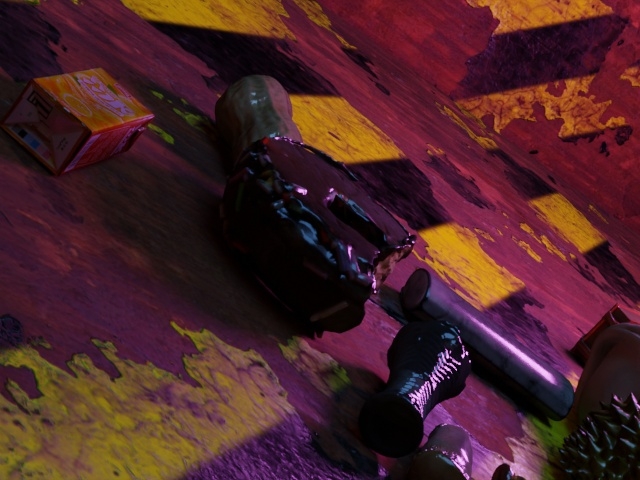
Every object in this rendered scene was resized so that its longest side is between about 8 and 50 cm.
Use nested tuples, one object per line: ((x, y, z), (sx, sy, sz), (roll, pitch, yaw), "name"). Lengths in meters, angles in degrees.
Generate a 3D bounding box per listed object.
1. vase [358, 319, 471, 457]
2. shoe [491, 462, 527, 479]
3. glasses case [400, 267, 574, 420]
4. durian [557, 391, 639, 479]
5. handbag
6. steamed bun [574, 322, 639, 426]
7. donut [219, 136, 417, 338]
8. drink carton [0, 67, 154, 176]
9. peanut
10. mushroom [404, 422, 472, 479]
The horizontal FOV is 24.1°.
((0.108, 0.180, 1.791), (0.115, 0.115, 0.237), (42, 22, 2), "vase")
((0.207, 0.308, 1.740), (0.109, 0.072, 0.069), (-37, 81, -28), "shoe")
((0.251, 0.157, 2.245), (0.299, 0.060, 0.114), (37, 14, -16), "glasses case")
((0.426, 0.314, 2.105), (0.166, 0.172, 0.306), (61, -2, -27), "durian")
((0.550, 0.188, 2.739), (0.190, 0.127, 0.063), (19, 28, -51), "handbag")
((0.579, 0.244, 2.336), (0.368, 0.255, 0.342), (5, 26, -26), "steamed bun")
((-0.017, -0.016, 1.946), (0.259, 0.136, 0.345), (40, 15, 1), "donut")
((-0.282, -0.143, 1.765), (0.096, 0.071, 0.223), (42, 16, 3), "drink carton")
((-0.091, -0.157, 2.174), (0.123, 0.123, 0.256), (34, 22, -27), "peanut")
((0.147, 0.258, 1.740), (0.084, 0.071, 0.209), (48, 13, 1), "mushroom")
